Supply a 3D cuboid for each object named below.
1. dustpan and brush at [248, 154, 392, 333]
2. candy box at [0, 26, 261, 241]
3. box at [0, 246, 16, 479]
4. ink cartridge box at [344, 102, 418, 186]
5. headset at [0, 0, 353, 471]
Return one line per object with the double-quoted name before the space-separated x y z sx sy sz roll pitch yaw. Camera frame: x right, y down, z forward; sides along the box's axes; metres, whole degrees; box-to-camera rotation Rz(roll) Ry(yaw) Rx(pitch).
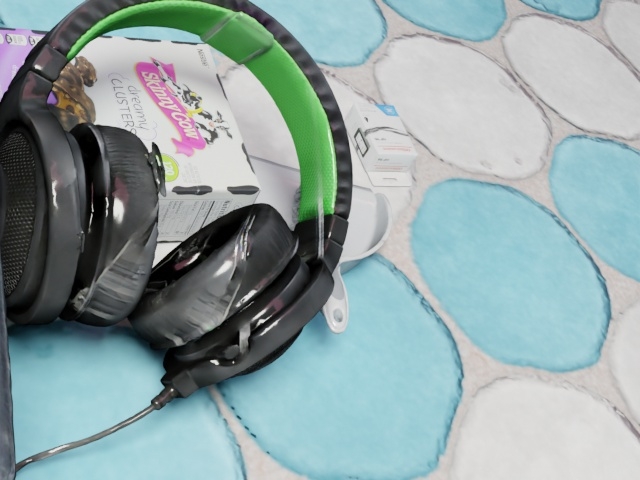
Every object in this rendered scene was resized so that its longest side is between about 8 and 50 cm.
"dustpan and brush" 0.000 0.000 0.735 0.147 0.060 0.211 14 47 -18
"candy box" -0.165 -0.081 0.705 0.196 0.070 0.165 -3 55 -31
"box" -0.328 -0.004 0.448 0.293 0.212 0.395 3 51 -27
"ink cartridge box" 0.061 -0.092 0.871 0.048 0.028 0.083 -2 55 -30
"headset" -0.092 0.013 0.557 0.243 0.185 0.394 28 68 -29
